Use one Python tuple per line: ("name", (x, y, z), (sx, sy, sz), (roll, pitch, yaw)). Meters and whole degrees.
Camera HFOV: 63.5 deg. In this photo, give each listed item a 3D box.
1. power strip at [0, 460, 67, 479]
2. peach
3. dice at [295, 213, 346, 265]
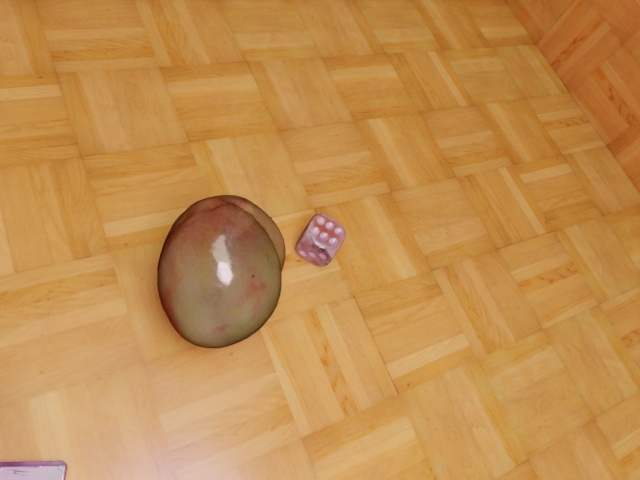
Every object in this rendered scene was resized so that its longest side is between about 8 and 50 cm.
("power strip", (-0.551, 0.412, 0.823), (0.279, 0.037, 0.109), (7, 61, -19))
("peach", (-0.196, 0.055, 1.005), (0.248, 0.292, 0.292), (-2, 61, 6))
("dice", (0.000, 0.000, 1.238), (0.093, 0.091, 0.094), (30, 55, -5))
